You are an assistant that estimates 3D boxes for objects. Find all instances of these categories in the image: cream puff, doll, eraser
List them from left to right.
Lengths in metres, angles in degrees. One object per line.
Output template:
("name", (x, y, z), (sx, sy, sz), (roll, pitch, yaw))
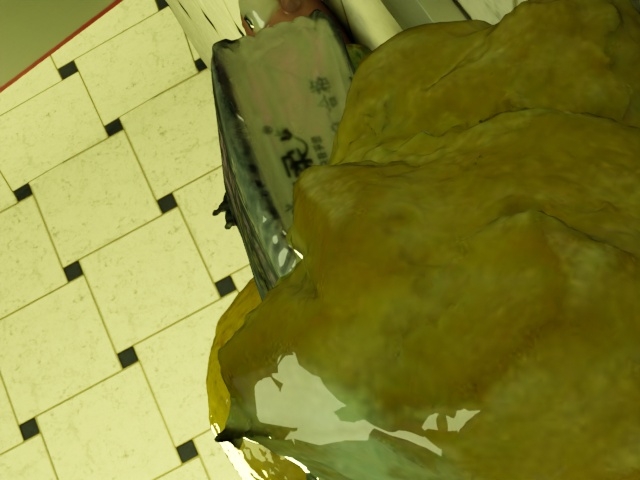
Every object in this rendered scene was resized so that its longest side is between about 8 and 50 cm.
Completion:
("doll", (-0.011, -0.183, 1.347), (0.262, 0.093, 0.211), (57, 171, -11))
("eraser", (0.052, -0.188, 0.927), (0.150, 0.023, 0.104), (54, 177, 8))
("cream puff", (0.127, 0.032, 0.589), (0.274, 0.269, 0.323), (15, 161, 23))

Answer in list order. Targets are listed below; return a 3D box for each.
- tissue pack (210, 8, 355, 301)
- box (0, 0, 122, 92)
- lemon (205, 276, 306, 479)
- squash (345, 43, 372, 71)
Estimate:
("tissue pack", (0.000, 0.000, 1.081), (0.361, 0.122, 0.259), (98, 148, -73))
("box", (-0.253, -0.352, 0.939), (0.300, 0.314, 0.312), (55, -178, 32))
("lemon", (0.022, 0.167, 1.707), (0.350, 0.350, 0.387), (-142, 54, -81))
("squash", (0.093, -0.048, 1.076), (0.287, 0.137, 0.137), (59, 177, 0))
